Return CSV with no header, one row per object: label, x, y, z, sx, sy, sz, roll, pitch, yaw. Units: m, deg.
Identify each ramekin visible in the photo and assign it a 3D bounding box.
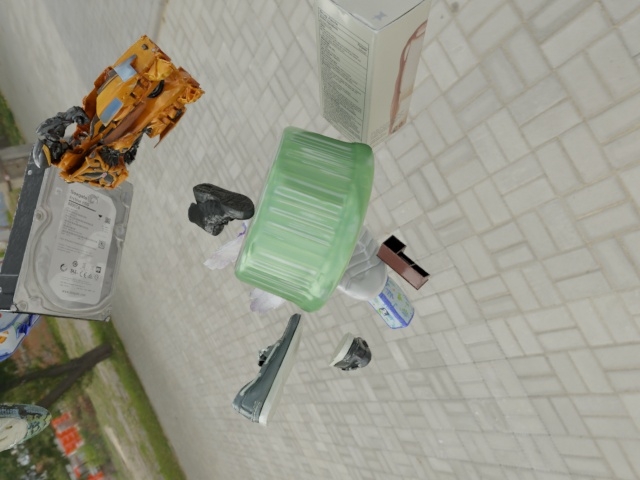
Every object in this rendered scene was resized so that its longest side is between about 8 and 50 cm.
ramekin,-0.038,-0.043,0.717,0.148,0.304,0.303,19,139,-11

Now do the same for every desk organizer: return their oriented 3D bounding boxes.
desk organizer,0.197,0.050,0.982,0.130,0.047,0.050,42,147,21

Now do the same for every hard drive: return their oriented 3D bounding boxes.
hard drive,-0.529,-0.006,0.900,0.064,0.237,0.339,-2,73,18

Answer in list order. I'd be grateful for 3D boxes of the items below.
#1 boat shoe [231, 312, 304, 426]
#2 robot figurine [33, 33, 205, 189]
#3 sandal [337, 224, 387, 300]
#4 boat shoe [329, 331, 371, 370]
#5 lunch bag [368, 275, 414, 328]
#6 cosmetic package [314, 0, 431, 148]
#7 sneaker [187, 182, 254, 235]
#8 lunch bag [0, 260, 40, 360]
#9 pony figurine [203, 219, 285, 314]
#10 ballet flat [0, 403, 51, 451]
boat shoe,-0.118,0.296,1.046,0.098,0.320,0.116,14,131,9
robot figurine,-0.345,-0.199,0.728,0.291,0.211,0.085,-46,80,6
sandal,0.012,-0.009,1.095,0.416,0.169,0.102,46,163,18
boat shoe,0.108,0.381,1.401,0.113,0.127,0.340,28,158,6
lunch bag,0.203,0.181,1.211,0.129,0.096,0.151,50,-174,1
cosmetic package,0.086,-0.323,0.775,0.153,0.129,0.296,47,165,19
sneaker,-0.178,-0.045,0.743,0.170,0.051,0.089,24,128,31
lunch bag,-0.792,0.162,0.989,0.303,0.243,0.115,-110,36,-61
pony figurine,-0.144,0.007,1.290,0.303,0.350,0.364,49,-168,-40
ballet flat,-0.442,0.247,0.528,0.070,0.188,0.070,-16,66,39
